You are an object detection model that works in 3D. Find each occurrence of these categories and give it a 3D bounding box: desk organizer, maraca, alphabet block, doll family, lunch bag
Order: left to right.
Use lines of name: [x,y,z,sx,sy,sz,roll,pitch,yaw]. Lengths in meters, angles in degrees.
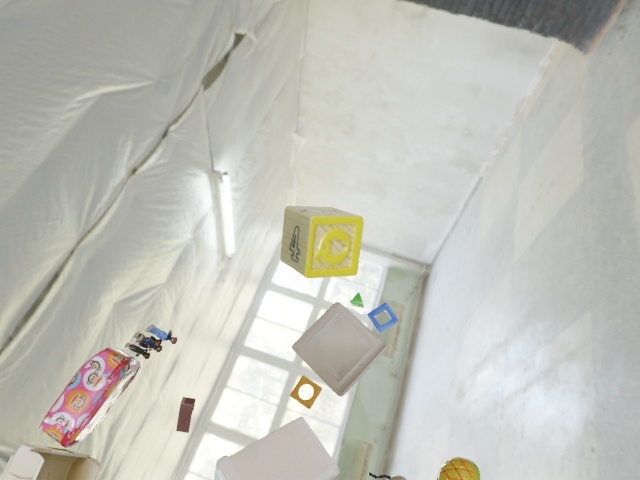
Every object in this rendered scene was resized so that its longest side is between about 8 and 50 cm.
lunch bag: [-0.693,0.473,1.452,0.293,0.120,0.258,-55,-2,-16]
doll family: [-0.572,0.348,1.603,0.192,0.111,0.076,-25,35,39]
desk organizer: [-0.522,0.676,1.823,0.047,0.050,0.131,-100,22,-76]
alphabet block: [0.000,0.000,1.482,0.197,0.192,0.194,24,113,58]
maraca: [0.415,0.748,1.447,0.185,0.127,0.099,-40,-61,-35]

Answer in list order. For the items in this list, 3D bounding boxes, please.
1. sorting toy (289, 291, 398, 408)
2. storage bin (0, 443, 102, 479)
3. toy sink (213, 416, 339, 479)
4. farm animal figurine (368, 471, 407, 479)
sorting toy: [0.048,0.286,1.244,0.347,0.196,0.047,-43,-27,-14]
storage bin: [-0.820,0.765,1.399,0.262,0.123,0.261,61,-141,-58]
toy sink: [-0.107,0.437,0.811,0.234,0.131,0.153,-19,-42,-33]
farm animal figurine: [0.212,0.720,1.046,0.172,0.326,0.331,3,-74,-69]
